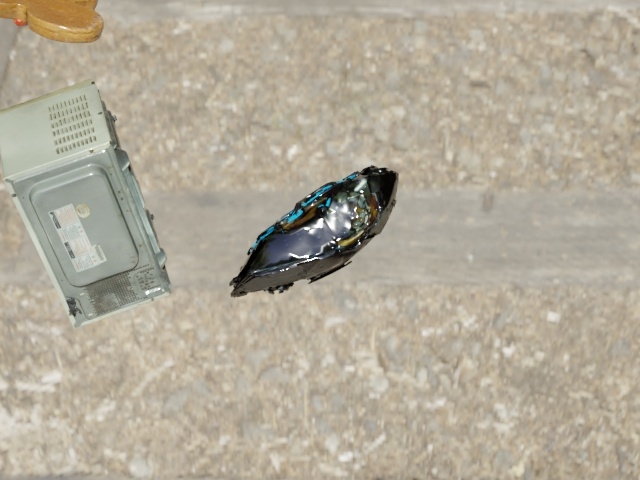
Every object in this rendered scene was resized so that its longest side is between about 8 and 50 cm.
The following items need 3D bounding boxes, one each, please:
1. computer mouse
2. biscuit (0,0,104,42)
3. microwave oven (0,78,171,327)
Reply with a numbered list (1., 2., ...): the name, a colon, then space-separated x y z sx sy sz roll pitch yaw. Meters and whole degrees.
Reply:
1. computer mouse: 0.000 0.000 1.368 0.241 0.146 0.078 -35 76 -3
2. biscuit: -0.452 -0.373 1.863 0.324 0.049 0.205 32 32 34
3. microwave oven: -0.287 -0.042 1.473 0.145 0.241 0.194 -21 39 -8
